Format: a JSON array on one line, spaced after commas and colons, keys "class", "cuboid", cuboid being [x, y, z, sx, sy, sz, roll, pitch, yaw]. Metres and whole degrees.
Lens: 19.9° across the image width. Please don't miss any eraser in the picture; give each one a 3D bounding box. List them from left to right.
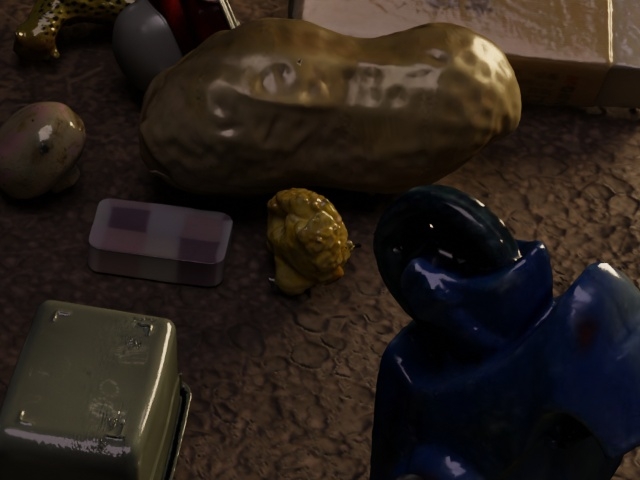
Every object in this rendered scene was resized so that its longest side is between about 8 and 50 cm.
[{"class": "eraser", "cuboid": [-0.123, 0.001, 1.395, 0.105, 0.026, 0.065, 8, 38, 1]}, {"class": "eraser", "cuboid": [0.144, -0.200, 1.599, 0.343, 0.078, 0.144, 5, 63, -4]}]

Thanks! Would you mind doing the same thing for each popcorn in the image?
[{"class": "popcorn", "cuboid": [0.000, 0.000, 1.384, 0.084, 0.084, 0.084, 4, 41, -4]}]

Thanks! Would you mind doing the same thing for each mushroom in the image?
[{"class": "mushroom", "cuboid": [-0.220, -0.069, 1.431, 0.083, 0.067, 0.083, -24, 35, 18]}]

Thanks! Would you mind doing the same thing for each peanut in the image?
[{"class": "peanut", "cuboid": [0.010, -0.106, 1.450, 0.313, 0.149, 0.149, -1, 42, -10]}]

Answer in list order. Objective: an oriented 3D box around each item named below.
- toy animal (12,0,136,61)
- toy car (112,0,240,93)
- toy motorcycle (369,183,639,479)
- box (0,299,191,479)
[{"class": "toy animal", "cuboid": [-0.176, -0.206, 1.603, 0.181, 0.073, 0.136, 10, 48, -16]}, {"class": "toy car", "cuboid": [-0.121, -0.175, 1.528, 0.112, 0.139, 0.112, -24, 23, -5]}, {"class": "toy motorcycle", "cuboid": [0.143, 0.118, 1.083, 0.241, 0.319, 0.182, 4, 38, 7]}, {"class": "box", "cuboid": [-0.154, 0.118, 1.204, 0.124, 0.093, 0.172, 8, 41, 1]}]
